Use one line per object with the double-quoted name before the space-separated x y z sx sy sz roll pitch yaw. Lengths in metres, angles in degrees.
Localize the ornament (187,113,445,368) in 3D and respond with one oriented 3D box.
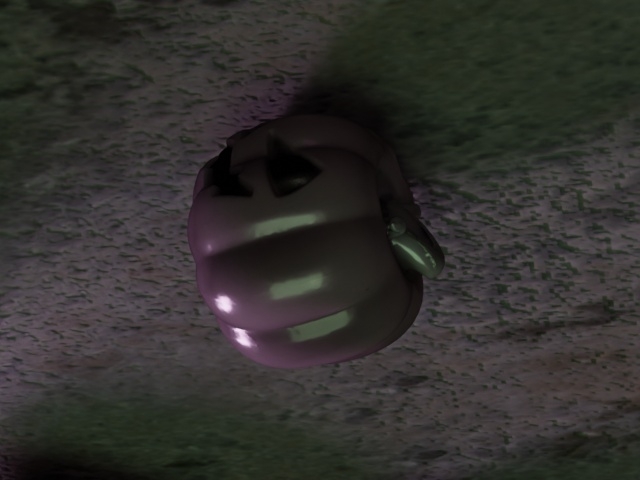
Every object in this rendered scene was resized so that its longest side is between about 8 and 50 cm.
"ornament" 0.000 0.000 0.960 0.178 0.177 0.177 5 131 6
